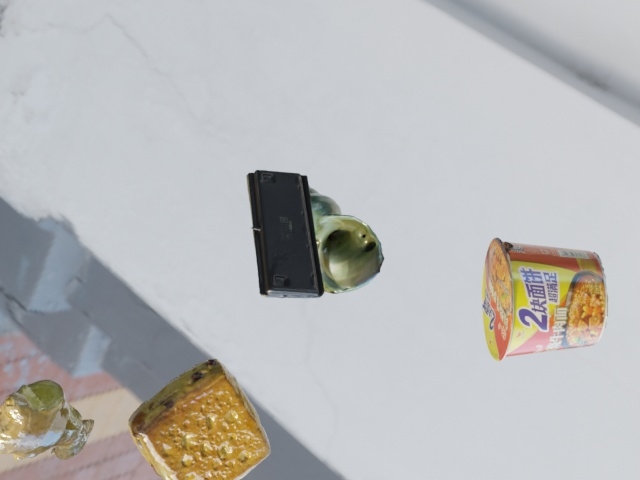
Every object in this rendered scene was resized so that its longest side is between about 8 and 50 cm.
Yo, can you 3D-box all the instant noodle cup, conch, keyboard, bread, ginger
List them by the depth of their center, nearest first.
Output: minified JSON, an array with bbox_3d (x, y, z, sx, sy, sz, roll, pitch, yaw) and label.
[{"bbox_3d":[-0.052,-0.011,1.529,0.093,0.230,0.025,3,138,-13],"label":"keyboard"},{"bbox_3d":[-0.426,0.301,1.721,0.131,0.086,0.294,-54,163,-17],"label":"ginger"},{"bbox_3d":[0.003,0.002,1.748,0.176,0.188,0.122,-33,180,28],"label":"conch"},{"bbox_3d":[0.378,0.098,1.860,0.174,0.213,0.213,-1,138,-4],"label":"instant noodle cup"},{"bbox_3d":[-0.217,0.346,1.987,0.210,0.099,0.235,-35,117,-13],"label":"bread"}]
